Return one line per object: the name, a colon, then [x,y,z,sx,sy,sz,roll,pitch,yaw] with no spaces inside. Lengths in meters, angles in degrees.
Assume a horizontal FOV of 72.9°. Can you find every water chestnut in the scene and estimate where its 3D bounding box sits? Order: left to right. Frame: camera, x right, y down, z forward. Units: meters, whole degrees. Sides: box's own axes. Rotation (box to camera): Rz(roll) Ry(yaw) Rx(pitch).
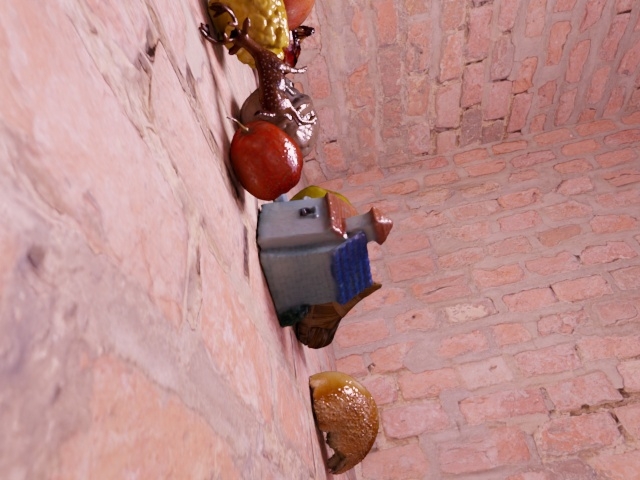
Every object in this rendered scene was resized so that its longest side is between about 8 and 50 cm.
water chestnut: [-0.161,-0.806,1.709,0.300,0.299,0.301,-13,90,-88]

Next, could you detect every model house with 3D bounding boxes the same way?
model house: [0.024,0.013,1.107,0.295,0.328,0.252,-96,170,-58]

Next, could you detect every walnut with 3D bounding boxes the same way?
walnut: [-0.108,-0.297,1.123,0.224,0.223,0.225,-13,90,-88]

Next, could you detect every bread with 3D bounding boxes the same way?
bread: [0.088,0.559,1.341,0.171,0.191,0.315,-67,144,-89]

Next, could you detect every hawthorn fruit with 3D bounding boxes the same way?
hawthorn fruit: [-0.128,-0.189,0.909,0.204,0.162,0.163,60,11,-30]

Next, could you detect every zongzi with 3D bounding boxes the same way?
zongzi: [0.052,0.205,1.258,0.134,0.288,0.287,-26,119,-50]

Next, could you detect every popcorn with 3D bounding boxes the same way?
popcorn: [-0.159,-0.537,1.043,0.226,0.200,0.203,40,27,-3]

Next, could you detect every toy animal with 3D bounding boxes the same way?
toy animal: [-0.120,-0.368,0.928,0.259,0.087,0.244,6,57,-51]

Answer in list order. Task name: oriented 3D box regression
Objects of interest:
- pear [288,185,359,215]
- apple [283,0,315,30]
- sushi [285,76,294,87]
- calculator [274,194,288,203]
pear: [0.000,0.000,1.457,0.287,0.286,0.376,-95,-173,-74]
apple: [-0.148,-0.794,1.248,0.348,0.276,0.350,-174,-90,-67]
sushi: [-0.180,-0.552,1.752,0.115,0.147,0.213,-122,-144,-78]
calculator: [-0.148,-0.191,1.515,0.189,0.042,0.303,-99,179,-46]
